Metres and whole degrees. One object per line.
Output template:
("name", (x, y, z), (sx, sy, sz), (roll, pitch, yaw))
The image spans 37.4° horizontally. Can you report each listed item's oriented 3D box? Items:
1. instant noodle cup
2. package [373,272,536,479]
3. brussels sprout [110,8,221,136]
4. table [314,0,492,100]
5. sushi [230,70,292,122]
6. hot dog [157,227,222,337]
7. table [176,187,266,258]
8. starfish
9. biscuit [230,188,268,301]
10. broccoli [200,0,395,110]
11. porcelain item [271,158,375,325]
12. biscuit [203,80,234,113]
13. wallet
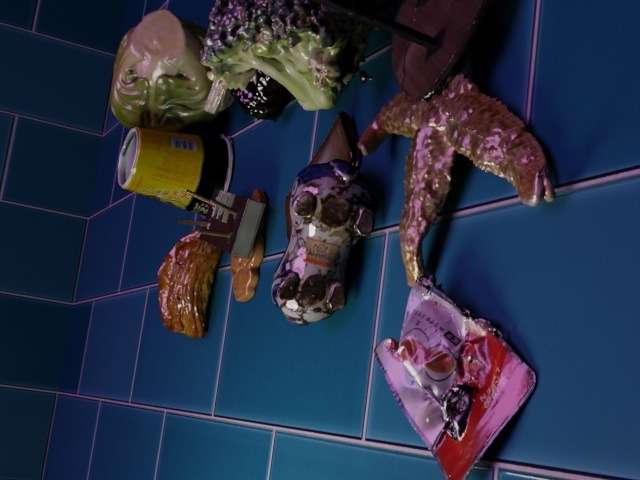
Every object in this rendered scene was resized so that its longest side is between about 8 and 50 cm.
("instant noodle cup", (-0.350, -0.175, 2.266), (0.215, 0.236, 0.215), (-34, 49, 53))
("package", (0.163, 0.171, 1.237), (0.269, 0.071, 0.194), (47, 124, 46))
("brussels sprout", (-0.369, -0.407, 2.328), (0.354, 0.289, 0.281), (91, -172, -65))
("table", (0.101, -0.417, 1.349), (0.317, 0.249, 0.317), (-49, 26, 33))
("sushi", (-0.131, -0.351, 2.013), (0.127, 0.124, 0.225), (-60, 32, 30))
("hot dog", (-0.308, 0.091, 2.192), (0.175, 0.114, 0.259), (2, 81, 64))
("table", (-0.221, -0.049, 2.007), (0.240, 0.111, 0.121), (19, 91, 66))
("starfish", (0.168, -0.115, 1.339), (0.324, 0.082, 0.432), (-54, 36, 35))
("biscuit", (-0.157, 0.014, 2.012), (0.144, 0.040, 0.236), (140, 138, -61))
("broccoli", (-0.033, -0.349, 1.660), (0.348, 0.281, 0.293), (-31, 45, 1))
("porcelain item", (0.000, 0.000, 1.595), (0.186, 0.138, 0.288), (-104, 27, -74))
("biscuit", (-0.188, -0.413, 2.173), (0.250, 0.046, 0.147), (-63, -8, 28))
("wallet", (-0.003, -0.105, 1.741), (0.255, 0.031, 0.137), (-53, 35, 43))
